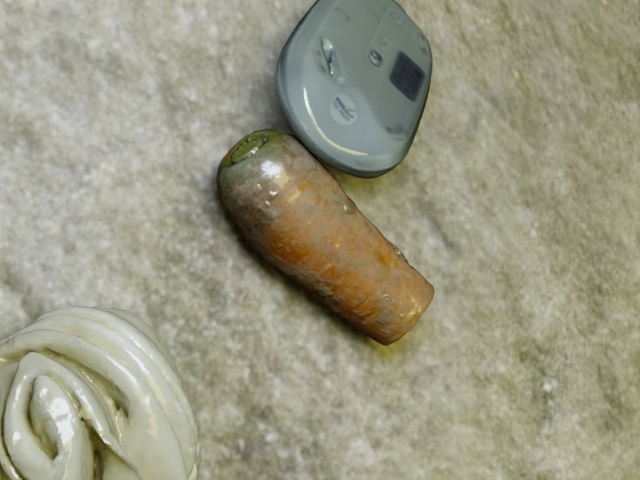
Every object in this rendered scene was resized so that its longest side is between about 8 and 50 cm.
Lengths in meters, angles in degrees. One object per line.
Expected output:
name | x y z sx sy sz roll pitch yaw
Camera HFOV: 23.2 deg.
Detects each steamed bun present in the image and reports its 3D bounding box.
steamed bun | -0.242 0.214 1.619 0.289 0.203 0.276 -41 101 -31

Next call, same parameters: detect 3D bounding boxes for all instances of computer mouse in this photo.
computer mouse | 0.041 -0.195 1.897 0.197 0.095 0.331 47 34 -13

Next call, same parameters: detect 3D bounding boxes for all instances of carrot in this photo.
carrot | 0.000 0.000 1.848 0.302 0.139 0.138 46 62 -15
